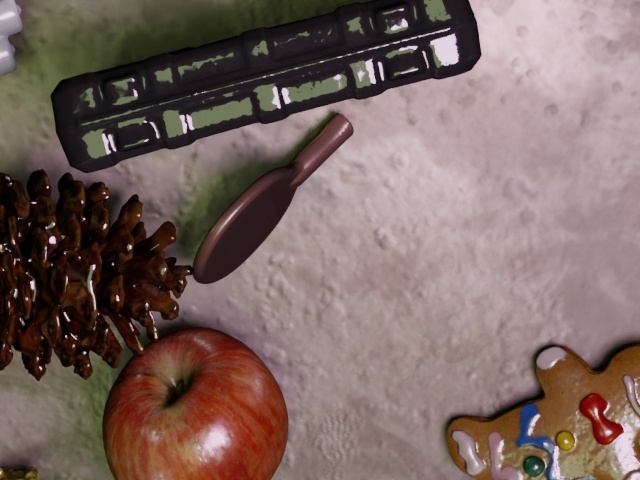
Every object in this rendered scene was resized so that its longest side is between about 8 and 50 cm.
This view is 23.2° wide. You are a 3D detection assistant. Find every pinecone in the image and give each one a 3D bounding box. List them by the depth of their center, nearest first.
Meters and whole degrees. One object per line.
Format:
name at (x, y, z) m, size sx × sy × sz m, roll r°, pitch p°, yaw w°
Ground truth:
pinecone at (-0.179, 0.026, 1.163) m, size 0.165 × 0.163 × 0.163 m, roll 0°, pitch 107°, yaw -27°

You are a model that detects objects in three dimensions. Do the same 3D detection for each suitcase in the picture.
suitcase at (-0.035, -0.119, 1.095) m, size 0.285 × 0.206 × 0.066 m, roll -14°, pitch 97°, yaw 3°

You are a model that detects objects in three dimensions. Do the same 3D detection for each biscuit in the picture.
biscuit at (0.207, 0.150, 1.239) m, size 0.205 × 0.031 × 0.138 m, roll -30°, pitch 80°, yaw 9°

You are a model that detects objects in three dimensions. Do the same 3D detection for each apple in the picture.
apple at (-0.095, 0.148, 1.200) m, size 0.146 × 0.146 × 0.131 m, roll -20°, pitch 128°, yaw 4°

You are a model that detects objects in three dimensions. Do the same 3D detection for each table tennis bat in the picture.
table tennis bat at (0.000, 0.000, 1.170) m, size 0.119 × 0.107 × 0.170 m, roll 40°, pitch 80°, yaw 13°

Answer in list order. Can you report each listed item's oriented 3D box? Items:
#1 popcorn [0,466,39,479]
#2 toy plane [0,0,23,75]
popcorn at (-0.255, 0.209, 1.254) m, size 0.068 × 0.059 × 0.083 m, roll 33°, pitch 121°, yaw -32°
toy plane at (-0.306, -0.210, 1.092) m, size 0.267 × 0.122 × 0.267 m, roll -8°, pitch 111°, yaw -21°
